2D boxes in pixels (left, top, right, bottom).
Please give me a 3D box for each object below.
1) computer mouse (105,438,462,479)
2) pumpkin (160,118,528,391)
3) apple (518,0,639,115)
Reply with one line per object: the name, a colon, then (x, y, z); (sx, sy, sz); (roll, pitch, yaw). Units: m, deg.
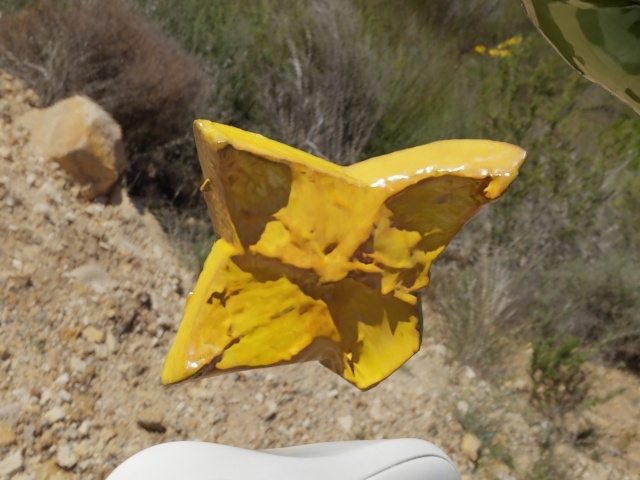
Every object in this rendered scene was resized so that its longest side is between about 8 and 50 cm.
computer mouse: (-0.010, 0.216, 0.630); (0.296, 0.121, 0.184); (13, 82, -24)
pumpkin: (0.014, 0.020, 0.862); (0.290, 0.258, 0.095); (5, 18, -10)
apple: (0.275, -0.210, 0.512); (0.357, 0.357, 0.357); (17, 49, -21)
